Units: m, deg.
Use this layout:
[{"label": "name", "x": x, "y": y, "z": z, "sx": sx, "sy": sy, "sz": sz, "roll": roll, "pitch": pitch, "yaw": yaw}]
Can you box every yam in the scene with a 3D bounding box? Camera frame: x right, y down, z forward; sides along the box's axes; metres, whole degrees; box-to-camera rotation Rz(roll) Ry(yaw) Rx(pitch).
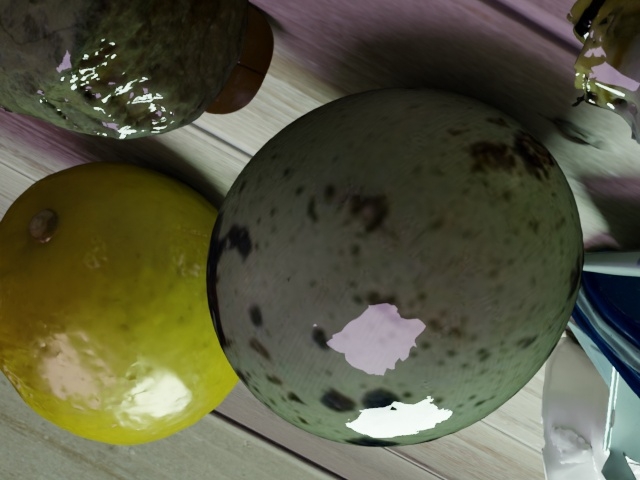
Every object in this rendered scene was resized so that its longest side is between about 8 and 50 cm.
[{"label": "yam", "x": -0.210, "y": -0.189, "z": 1.135, "sx": 0.300, "sy": 0.195, "sz": 0.195, "roll": 15, "pitch": 161, "yaw": 33}]

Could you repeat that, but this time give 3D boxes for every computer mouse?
[{"label": "computer mouse", "x": -0.137, "y": -0.175, "z": 1.246, "sx": 0.199, "sy": 0.102, "sz": 0.045, "roll": 25, "pitch": -175, "yaw": 8}]

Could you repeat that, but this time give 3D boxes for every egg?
[{"label": "egg", "x": 0.060, "y": 0.021, "z": 1.211, "sx": 0.288, "sy": 0.287, "sz": 0.379, "roll": 32, "pitch": 155, "yaw": -20}]

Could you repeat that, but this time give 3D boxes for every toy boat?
[{"label": "toy boat", "x": 0.279, "y": 0.122, "z": 1.419, "sx": 0.291, "sy": 0.070, "sz": 0.210, "roll": 105, "pitch": 142, "yaw": -67}]

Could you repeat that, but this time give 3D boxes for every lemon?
[{"label": "lemon", "x": -0.238, "y": 0.070, "z": 1.767, "sx": 0.348, "sy": 0.348, "sz": 0.348, "roll": 24, "pitch": 164, "yaw": 8}]

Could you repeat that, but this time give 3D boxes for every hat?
[{"label": "hat", "x": 0.319, "y": 0.198, "z": 1.616, "sx": 0.126, "sy": 0.203, "sz": 0.203, "roll": -3, "pitch": 153, "yaw": 23}]

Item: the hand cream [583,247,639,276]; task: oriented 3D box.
[{"label": "hand cream", "x": 0.319, "y": 0.023, "z": 1.189, "sx": 0.109, "sy": 0.067, "sz": 0.321, "roll": -6, "pitch": -176, "yaw": -35}]

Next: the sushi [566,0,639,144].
[{"label": "sushi", "x": 0.275, "y": -0.080, "z": 0.850, "sx": 0.291, "sy": 0.131, "sz": 0.139, "roll": 29, "pitch": 167, "yaw": 21}]
